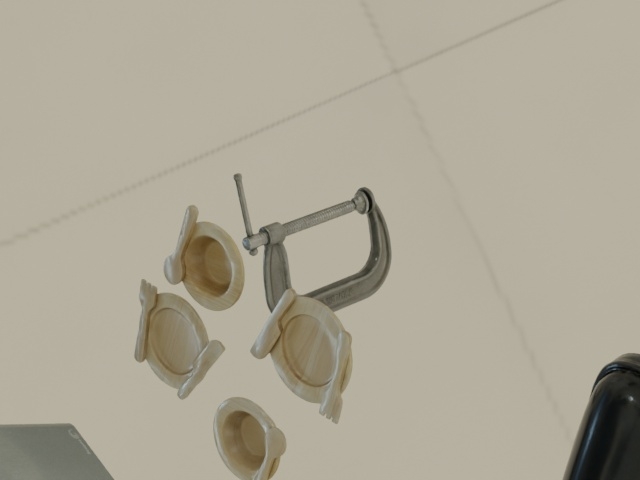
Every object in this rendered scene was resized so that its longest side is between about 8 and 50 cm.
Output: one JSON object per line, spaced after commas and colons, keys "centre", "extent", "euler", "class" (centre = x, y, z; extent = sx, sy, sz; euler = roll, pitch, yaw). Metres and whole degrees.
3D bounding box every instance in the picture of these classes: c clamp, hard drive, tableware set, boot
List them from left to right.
{"centre": [-0.217, 0.181, 1.256], "extent": [0.094, 0.135, 0.022], "euler": [48, 109, 26], "class": "hard drive"}
{"centre": [-0.053, 0.066, 0.982], "extent": [0.169, 0.141, 0.020], "euler": [43, 38, 24], "class": "tableware set"}
{"centre": [0.000, 0.000, 1.343], "extent": [0.161, 0.022, 0.137], "euler": [-14, 106, -39], "class": "c clamp"}
{"centre": [0.162, 0.220, 1.087], "extent": [0.207, 0.094, 0.246], "euler": [-26, 129, -41], "class": "boot"}
